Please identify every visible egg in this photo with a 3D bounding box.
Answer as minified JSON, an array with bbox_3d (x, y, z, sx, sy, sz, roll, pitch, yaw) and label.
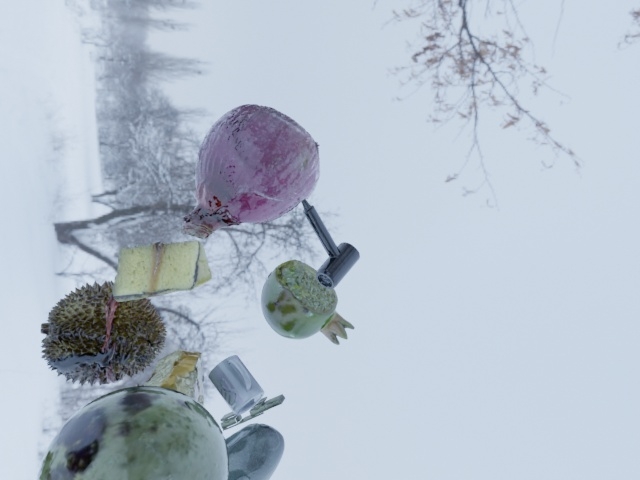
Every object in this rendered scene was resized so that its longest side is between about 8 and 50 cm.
[{"bbox_3d":[-0.359,0.472,1.064,0.428,0.345,0.345,69,13,-74],"label":"egg"}]

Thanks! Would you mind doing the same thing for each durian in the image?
[{"bbox_3d":[-0.695,0.298,1.706,0.347,0.385,0.347,-169,-90,-72],"label":"durian"}]

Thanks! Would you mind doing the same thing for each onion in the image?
[{"bbox_3d":[-0.158,-0.154,1.107,0.348,0.267,0.159,-53,168,-30],"label":"onion"}]

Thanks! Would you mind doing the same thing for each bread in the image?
[{"bbox_3d":[-0.467,0.104,1.556,0.178,0.266,0.141,-86,163,-44],"label":"bread"},{"bbox_3d":[-0.349,0.401,1.365,0.211,0.224,0.183,-37,-154,25],"label":"bread"}]

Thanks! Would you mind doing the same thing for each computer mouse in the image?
[{"bbox_3d":[-0.269,0.703,1.607,0.374,0.203,0.114,-42,-150,13],"label":"computer mouse"}]

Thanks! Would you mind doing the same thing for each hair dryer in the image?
[{"bbox_3d":[0.000,0.000,1.382,0.070,0.128,0.255,-3,-52,47],"label":"hair dryer"}]

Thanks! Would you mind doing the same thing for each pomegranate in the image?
[{"bbox_3d":[-0.064,0.250,1.860,0.216,0.358,0.310,-43,-172,18],"label":"pomegranate"}]

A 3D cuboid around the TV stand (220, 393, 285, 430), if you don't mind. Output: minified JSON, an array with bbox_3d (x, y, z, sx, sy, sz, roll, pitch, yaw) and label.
[{"bbox_3d":[-0.227,0.561,1.734,0.042,0.249,0.036,62,19,0],"label":"TV stand"}]

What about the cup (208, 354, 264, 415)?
[{"bbox_3d":[-0.229,0.381,1.401,0.133,0.099,0.136,48,-10,22],"label":"cup"}]
